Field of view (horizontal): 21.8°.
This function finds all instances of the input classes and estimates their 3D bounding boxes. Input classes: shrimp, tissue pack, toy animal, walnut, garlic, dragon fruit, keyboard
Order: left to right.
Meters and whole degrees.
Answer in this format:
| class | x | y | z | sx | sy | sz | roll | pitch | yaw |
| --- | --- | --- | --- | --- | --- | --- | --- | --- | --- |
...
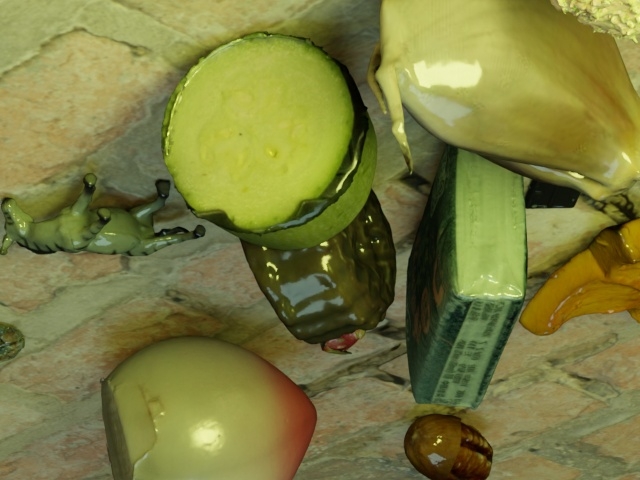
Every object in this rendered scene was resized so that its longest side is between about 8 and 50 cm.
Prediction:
| class | x | y | z | sx | sy | sz | roll | pitch | yaw |
| --- | --- | --- | --- | --- | --- | --- | --- | --- | --- |
| shrimp | -0.479 | 0.133 | 2.286 | 0.161 | 0.034 | 0.091 | 15 | 136 | -40 |
| toy animal | -0.265 | -0.015 | 1.985 | 0.216 | 0.073 | 0.176 | 9 | 156 | -29 |
| dragon fruit | 0.030 | 0.126 | 2.274 | 0.056 | 0.060 | 0.083 | 8 | 148 | -12 |
| walnut | 0.207 | 0.335 | 2.622 | 0.115 | 0.116 | 0.207 | -18 | 148 | 27 |
| garlic | 0.136 | -0.150 | 1.595 | 0.340 | 0.246 | 0.231 | 1 | 167 | -39 |
| tissue pack | 0.166 | 0.034 | 1.937 | 0.103 | 0.228 | 0.316 | 5 | 152 | -3 |
| keyboard | 0.287 | -0.089 | 1.946 | 0.067 | 0.011 | 0.202 | -1 | 152 | -6 |

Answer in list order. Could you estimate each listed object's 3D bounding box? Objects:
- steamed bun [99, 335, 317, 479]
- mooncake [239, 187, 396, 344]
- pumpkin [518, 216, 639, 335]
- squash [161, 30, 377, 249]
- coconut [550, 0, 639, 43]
| class | x | y | z | sx | sy | sz | roll | pitch | yaw |
| --- | --- | --- | --- | --- | --- | --- | --- | --- | --- |
| steamed bun | -0.143 | 0.271 | 2.304 | 0.309 | 0.309 | 0.309 | -2 | 152 | -1 |
| mooncake | 0.000 | 0.000 | 1.872 | 0.124 | 0.228 | 0.228 | -21 | 147 | 16 |
| pumpkin | 0.435 | 0.047 | 2.120 | 0.290 | 0.095 | 0.258 | 4 | 154 | -24 |
| squash | -0.045 | -0.104 | 1.713 | 0.220 | 0.220 | 0.133 | -10 | 173 | 15 |
| coconut | 0.299 | -0.291 | 1.359 | 0.233 | 0.233 | 0.245 | 20 | 148 | -35 |
